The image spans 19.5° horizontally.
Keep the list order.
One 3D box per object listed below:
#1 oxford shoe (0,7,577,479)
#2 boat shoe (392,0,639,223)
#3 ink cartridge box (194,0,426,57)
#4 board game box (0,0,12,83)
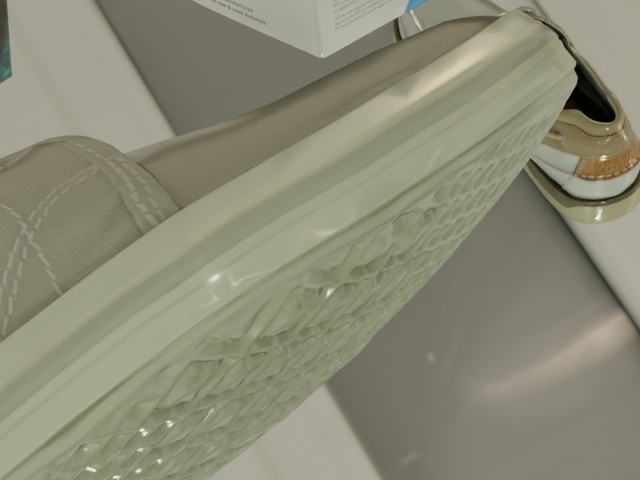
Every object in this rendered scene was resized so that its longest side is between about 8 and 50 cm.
[{"bbox_3d":[-0.112,0.039,0.506,0.449,0.130,0.169,-32,161,-22],"label":"oxford shoe"},{"bbox_3d":[0.166,-0.145,1.560,0.113,0.302,0.103,-30,141,-19],"label":"boat shoe"},{"bbox_3d":[-0.005,-0.282,1.282,0.171,0.168,0.232,-31,133,-33],"label":"ink cartridge box"},{"bbox_3d":[-0.318,-0.175,1.568,0.126,0.026,0.186,-38,156,-29],"label":"board game box"}]
